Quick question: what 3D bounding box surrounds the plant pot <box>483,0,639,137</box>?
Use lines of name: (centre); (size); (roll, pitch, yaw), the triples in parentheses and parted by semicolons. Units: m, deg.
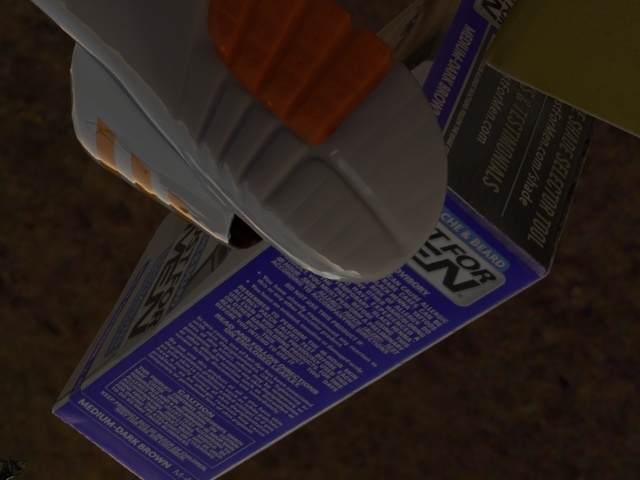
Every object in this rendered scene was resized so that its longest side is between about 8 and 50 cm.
plant pot: (0.220, -0.123, 0.646); (0.212, 0.212, 0.187); (27, 108, 13)

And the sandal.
sandal: (-0.061, -0.073, 0.602); (0.265, 0.102, 0.076); (43, 141, 16)

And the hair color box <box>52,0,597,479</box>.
hair color box: (0.000, 0.000, 0.881); (0.110, 0.185, 0.339); (40, 134, -15)

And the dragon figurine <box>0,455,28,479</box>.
dragon figurine: (-0.172, 0.164, 0.663); (0.289, 0.085, 0.144); (164, 109, -66)
